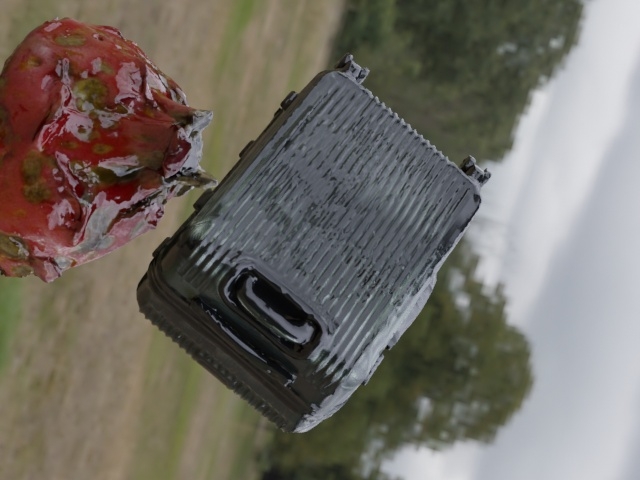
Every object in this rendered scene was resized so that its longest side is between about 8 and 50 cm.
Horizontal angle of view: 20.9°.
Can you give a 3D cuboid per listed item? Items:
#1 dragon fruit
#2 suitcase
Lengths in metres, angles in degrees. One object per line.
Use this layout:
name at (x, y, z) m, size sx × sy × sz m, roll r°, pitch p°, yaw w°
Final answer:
dragon fruit at (-0.195, -0.099, 1.585) m, size 0.134 × 0.211 × 0.262 m, roll 63°, pitch 38°, yaw -61°
suitcase at (0.000, 0.000, 1.453) m, size 0.128 × 0.202 × 0.312 m, roll -47°, pitch -175°, yaw 48°
